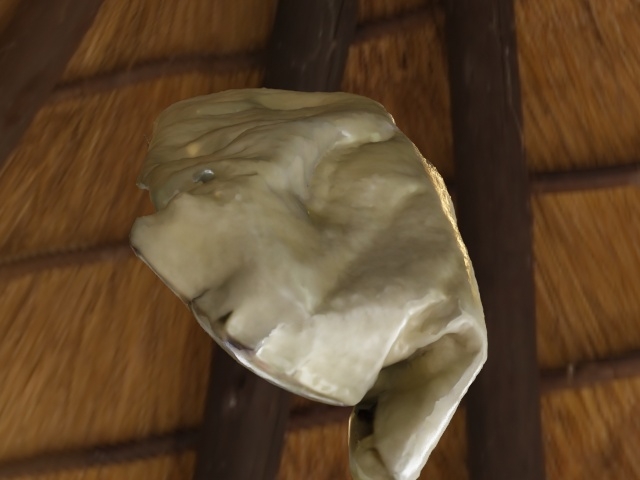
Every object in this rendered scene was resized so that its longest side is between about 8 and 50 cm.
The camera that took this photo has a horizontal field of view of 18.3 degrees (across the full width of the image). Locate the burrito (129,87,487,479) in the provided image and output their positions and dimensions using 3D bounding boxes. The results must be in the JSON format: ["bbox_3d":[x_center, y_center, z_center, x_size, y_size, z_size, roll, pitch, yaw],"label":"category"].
[{"bbox_3d":[0.003,0.001,1.028,0.135,0.332,0.190,-36,-78,4],"label":"burrito"}]
